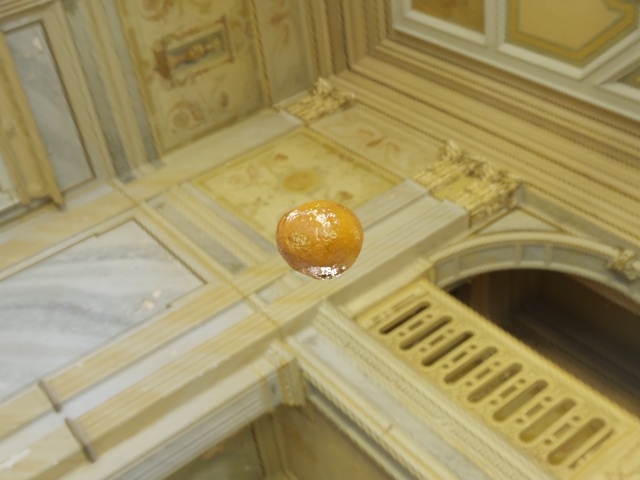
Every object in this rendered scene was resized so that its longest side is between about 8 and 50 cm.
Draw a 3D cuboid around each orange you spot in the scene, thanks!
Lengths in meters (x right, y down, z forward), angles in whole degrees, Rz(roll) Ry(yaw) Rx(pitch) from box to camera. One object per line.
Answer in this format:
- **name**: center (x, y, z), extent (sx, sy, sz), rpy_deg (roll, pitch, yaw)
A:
- **orange**: center (0.001, -0.001, 1.248), extent (0.118, 0.135, 0.135), rpy_deg (64, -25, 12)
